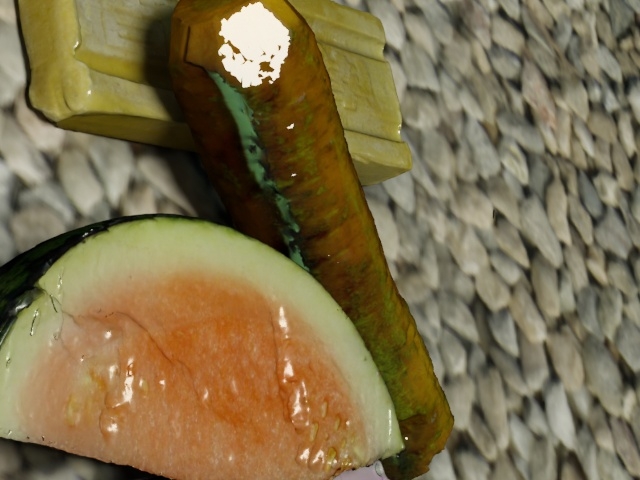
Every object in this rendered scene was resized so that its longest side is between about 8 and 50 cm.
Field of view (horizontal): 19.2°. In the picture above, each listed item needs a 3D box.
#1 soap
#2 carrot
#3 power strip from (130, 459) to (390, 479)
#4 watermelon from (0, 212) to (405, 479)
[{"bbox_3d":[-0.047,-0.086,0.926,0.252,0.037,0.092,9,64,-52],"label":"soap"},{"bbox_3d":[0.000,0.000,0.877,0.260,0.070,0.070,66,32,-26],"label":"carrot"},{"bbox_3d":[-0.045,0.151,0.792,0.279,0.037,0.109,0,71,-54],"label":"power strip"},{"bbox_3d":[-0.061,0.050,0.794,0.245,0.063,0.119,11,58,-48],"label":"watermelon"}]
